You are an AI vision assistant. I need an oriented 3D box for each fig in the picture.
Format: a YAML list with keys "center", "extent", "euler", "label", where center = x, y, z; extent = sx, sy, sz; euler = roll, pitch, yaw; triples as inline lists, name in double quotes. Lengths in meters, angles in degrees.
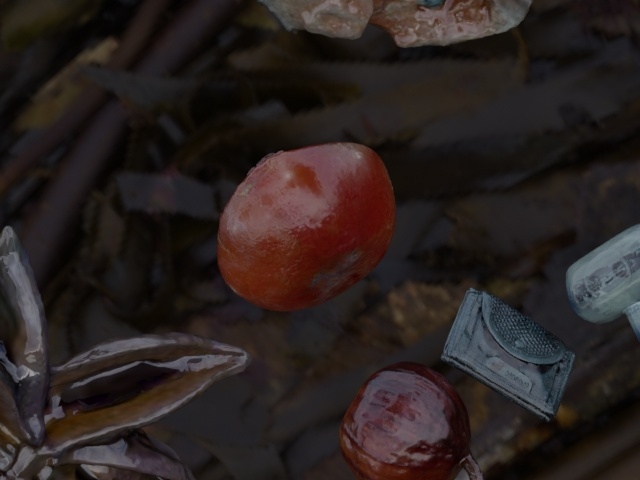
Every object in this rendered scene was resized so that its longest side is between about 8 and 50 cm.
- center: [0.083, 0.175, 1.578]
  extent: [0.128, 0.128, 0.150]
  euler: [-49, 31, -7]
  label: "fig"

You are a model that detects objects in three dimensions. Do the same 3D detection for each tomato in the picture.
- center: [0.000, 0.000, 1.348]
  extent: [0.155, 0.155, 0.069]
  euler: [-36, 54, 1]
  label: "tomato"

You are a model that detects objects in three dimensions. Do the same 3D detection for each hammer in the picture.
- center: [0.316, 0.086, 1.667]
  extent: [0.116, 0.069, 0.194]
  euler: [-36, 71, 30]
  label: "hammer"

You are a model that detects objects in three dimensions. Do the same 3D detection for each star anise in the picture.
- center: [-0.145, 0.096, 0.765]
  extent: [0.197, 0.212, 0.073]
  euler: [-54, 38, 6]
  label: "star anise"

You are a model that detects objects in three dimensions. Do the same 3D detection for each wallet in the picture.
- center: [0.186, 0.108, 1.708]
  extent: [0.129, 0.026, 0.088]
  euler: [31, 59, -10]
  label: "wallet"

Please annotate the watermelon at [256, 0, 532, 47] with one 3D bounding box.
- center: [0.052, -0.253, 1.057]
  extent: [0.151, 0.264, 0.302]
  euler: [-18, 47, 34]
  label: "watermelon"
